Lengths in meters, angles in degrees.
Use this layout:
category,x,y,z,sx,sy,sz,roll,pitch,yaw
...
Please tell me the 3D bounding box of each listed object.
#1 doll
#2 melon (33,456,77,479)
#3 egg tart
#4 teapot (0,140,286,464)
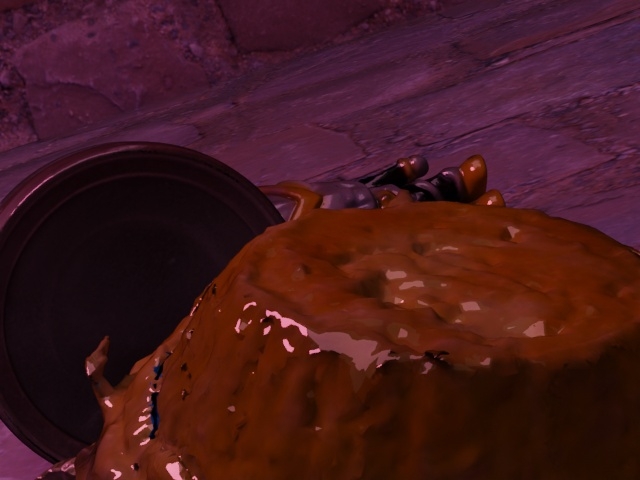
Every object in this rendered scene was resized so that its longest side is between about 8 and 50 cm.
category,x,y,z,sx,sy,sz,roll,pitch,yaw
doll,0.001,0.003,1.616,0.316,0.145,0.103,-14,-20,-7
melon,-0.117,0.176,1.058,0.202,0.139,0.093,-19,36,-14
egg tart,0.060,0.084,0.954,0.388,0.169,0.388,0,20,0
teapot,-0.113,0.044,1.403,0.315,0.233,0.312,9,3,-14
